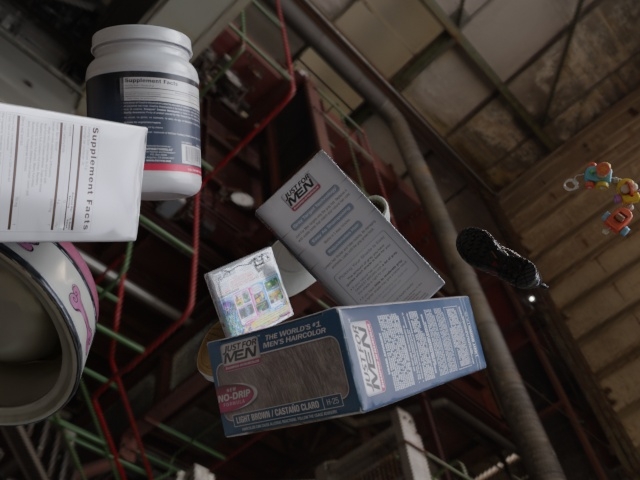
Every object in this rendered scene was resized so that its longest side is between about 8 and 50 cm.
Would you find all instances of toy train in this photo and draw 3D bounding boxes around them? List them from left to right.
[{"bbox_3d":[0.587,-0.095,1.409,0.125,0.046,0.166,-36,-116,-8],"label":"toy train"}]

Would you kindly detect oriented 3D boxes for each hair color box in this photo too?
[{"bbox_3d":[0.057,0.015,1.437,0.185,0.374,0.113,-43,-176,-6],"label":"hair color box"},{"bbox_3d":[0.050,0.138,0.815,0.173,0.347,0.105,-19,-103,30],"label":"hair color box"}]

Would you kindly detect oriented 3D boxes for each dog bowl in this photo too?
[{"bbox_3d":[-0.559,0.110,1.153,0.408,0.408,0.150,-34,-162,27],"label":"dog bowl"}]

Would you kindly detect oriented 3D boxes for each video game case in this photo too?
[{"bbox_3d":[-0.131,0.103,1.292,0.157,0.143,0.019,-24,-171,-42],"label":"video game case"}]

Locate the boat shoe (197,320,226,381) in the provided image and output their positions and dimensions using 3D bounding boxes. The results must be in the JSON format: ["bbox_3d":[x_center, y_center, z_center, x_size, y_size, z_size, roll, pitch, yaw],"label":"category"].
[{"bbox_3d":[-0.153,0.191,1.354,0.277,0.098,0.096,-55,161,-50],"label":"boat shoe"}]

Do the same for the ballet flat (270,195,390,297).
[{"bbox_3d":[0.000,0.000,1.577,0.400,0.139,0.139,-28,-159,-26],"label":"ballet flat"}]

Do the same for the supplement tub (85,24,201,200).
[{"bbox_3d":[-0.304,-0.210,1.191,0.191,0.191,0.273,-5,-93,51],"label":"supplement tub"}]

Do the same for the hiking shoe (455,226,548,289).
[{"bbox_3d":[0.400,0.050,1.547,0.086,0.114,0.227,-53,-132,5],"label":"hiking shoe"}]

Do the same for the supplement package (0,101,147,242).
[{"bbox_3d":[-0.412,-0.095,0.946,0.177,0.292,0.176,11,-84,32],"label":"supplement package"}]
